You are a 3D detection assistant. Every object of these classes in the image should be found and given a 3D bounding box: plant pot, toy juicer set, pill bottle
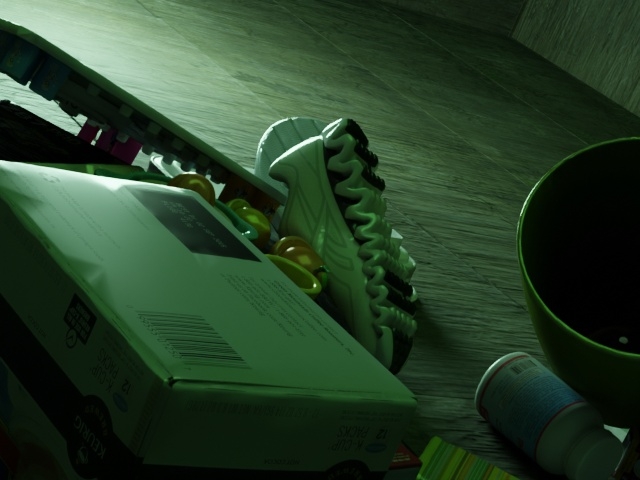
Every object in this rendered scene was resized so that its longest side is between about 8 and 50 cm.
[{"bbox_3d":[0.347,0.084,1.873,0.275,0.293,0.274,-2,57,3],"label":"plant pot"},{"bbox_3d":[-0.127,-0.033,1.721,0.329,0.089,0.209,30,18,9],"label":"toy juicer set"},{"bbox_3d":[0.246,0.195,1.834,0.087,0.087,0.160,7,24,-43],"label":"pill bottle"}]

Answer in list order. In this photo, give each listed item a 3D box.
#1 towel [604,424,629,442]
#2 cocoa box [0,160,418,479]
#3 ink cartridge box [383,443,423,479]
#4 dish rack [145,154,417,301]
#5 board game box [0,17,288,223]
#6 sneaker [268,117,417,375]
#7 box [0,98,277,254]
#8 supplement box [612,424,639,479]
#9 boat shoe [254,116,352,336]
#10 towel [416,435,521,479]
[{"bbox_3d":[0.289,0.204,1.973,0.152,0.023,0.113,10,21,-37],"label":"towel"},{"bbox_3d":[-0.140,0.122,1.309,0.231,0.228,0.347,8,23,-40],"label":"cocoa box"},{"bbox_3d":[-0.017,0.185,1.546,0.175,0.072,0.127,36,21,36],"label":"ink cartridge box"},{"bbox_3d":[-0.048,-0.028,2.158,0.333,0.072,0.285,8,24,-39],"label":"dish rack"},{"bbox_3d":[-0.278,-0.152,1.924,0.390,0.050,0.390,32,-6,-38],"label":"board game box"},{"bbox_3d":[0.023,0.017,1.813,0.110,0.118,0.292,45,28,-61],"label":"sneaker"},{"bbox_3d":[-0.261,-0.017,1.800,0.395,0.097,0.318,28,19,12],"label":"box"},{"bbox_3d":[0.371,0.249,1.891,0.083,0.055,0.043,23,18,0],"label":"supplement box"},{"bbox_3d":[0.000,0.000,1.974,0.121,0.119,0.335,-12,49,-7],"label":"boat shoe"},{"bbox_3d":[0.200,0.270,1.670,0.237,0.021,0.102,27,23,9],"label":"towel"}]
